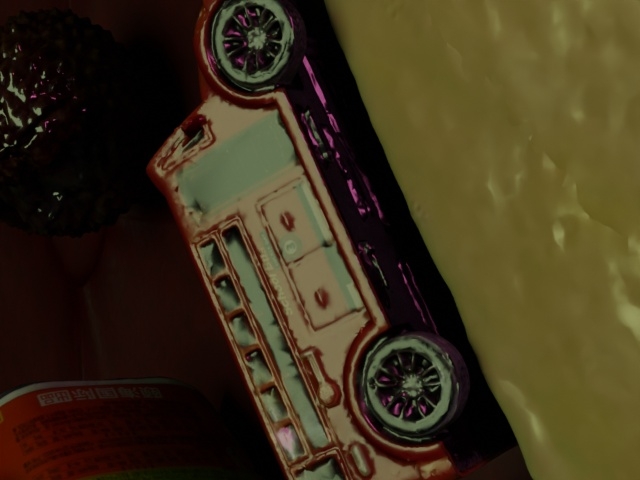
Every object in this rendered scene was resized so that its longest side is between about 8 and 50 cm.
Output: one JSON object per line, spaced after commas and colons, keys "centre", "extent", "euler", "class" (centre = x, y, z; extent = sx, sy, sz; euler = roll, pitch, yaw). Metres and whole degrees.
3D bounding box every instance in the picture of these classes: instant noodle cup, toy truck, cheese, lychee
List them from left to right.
{"centre": [-0.214, -0.097, 1.064], "extent": [0.188, 0.188, 0.188], "euler": [10, 102, 56], "class": "lychee"}
{"centre": [-0.124, 0.261, 0.900], "extent": [0.308, 0.293, 0.294], "euler": [51, 134, 51], "class": "instant noodle cup"}
{"centre": [0.000, 0.000, 0.625], "extent": [0.114, 0.107, 0.253], "euler": [-29, 79, 25], "class": "toy truck"}
{"centre": [0.134, -0.077, 0.527], "extent": [0.384, 0.104, 0.384], "euler": [13, 108, 45], "class": "cheese"}
